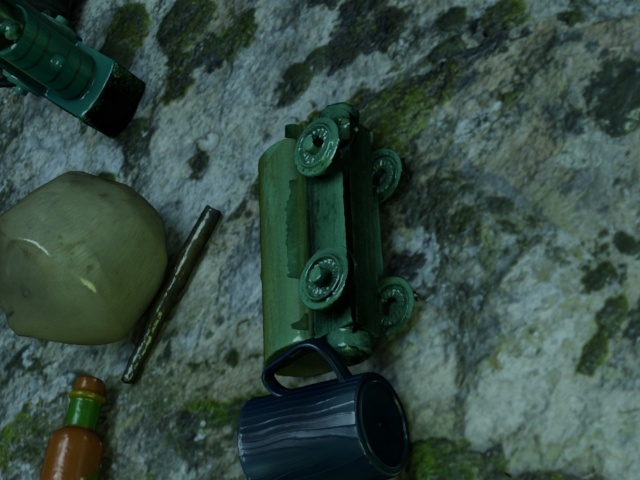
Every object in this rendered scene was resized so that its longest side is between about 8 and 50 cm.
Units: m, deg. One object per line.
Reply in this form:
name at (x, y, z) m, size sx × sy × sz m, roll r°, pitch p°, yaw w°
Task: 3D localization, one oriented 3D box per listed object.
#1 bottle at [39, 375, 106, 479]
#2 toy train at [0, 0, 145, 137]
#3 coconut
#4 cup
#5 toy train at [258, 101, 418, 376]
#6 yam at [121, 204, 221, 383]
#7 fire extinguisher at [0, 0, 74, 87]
bottle at (-0.286, 0.249, 1.642) m, size 0.069 × 0.069 × 0.187 m, roll -8°, pitch 63°, yaw 35°
toy train at (-0.375, -0.252, 1.810) m, size 0.194 × 0.298 × 0.120 m, roll 31°, pitch 88°, yaw 36°
coconut at (-0.295, 0.028, 1.676) m, size 0.224 × 0.224 × 0.224 m, roll -17°, pitch 59°, yaw 31°
cup at (-0.003, 0.185, 1.399) m, size 0.138 × 0.150 × 0.113 m, roll -18°, pitch 33°, yaw 28°
toy train at (-0.007, -0.002, 1.506) m, size 0.189 × 0.126 × 0.307 m, roll -21°, pitch 58°, yaw 30°
yam at (-0.178, 0.065, 1.677) m, size 0.029 × 0.027 × 0.234 m, roll 24°, pitch 85°, yaw 16°
fire extinguisher at (-0.404, -0.344, 2.002) m, size 0.095 × 0.114 × 0.311 m, roll -15°, pitch 60°, yaw 51°
